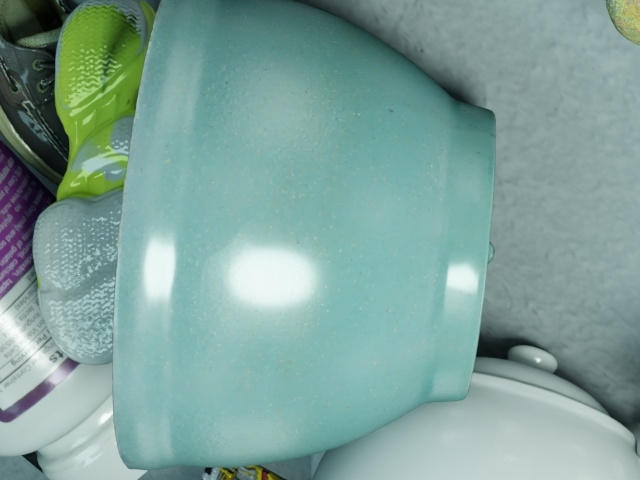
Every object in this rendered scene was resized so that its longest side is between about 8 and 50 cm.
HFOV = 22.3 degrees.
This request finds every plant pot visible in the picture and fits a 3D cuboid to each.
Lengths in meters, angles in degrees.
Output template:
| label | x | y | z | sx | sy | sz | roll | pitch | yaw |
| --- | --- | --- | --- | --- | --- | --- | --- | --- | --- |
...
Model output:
| label | x | y | z | sx | sy | sz | roll | pitch | yaw |
| --- | --- | --- | --- | --- | --- | --- | --- | --- | --- |
| plant pot | 0.000 | 0.000 | 0.961 | 0.196 | 0.293 | 0.293 | 7 | 132 | 2 |

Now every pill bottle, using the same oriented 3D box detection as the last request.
| label | x | y | z | sx | sy | sz | roll | pitch | yaw |
| --- | --- | --- | --- | --- | --- | --- | --- | --- | --- |
| pill bottle | -0.232 | 0.047 | 1.172 | 0.169 | 0.169 | 0.301 | -19 | 119 | 47 |

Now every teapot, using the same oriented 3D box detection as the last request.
| label | x | y | z | sx | sy | sz | roll | pitch | yaw |
| --- | --- | --- | --- | --- | --- | --- | --- | --- | --- |
| teapot | 0.121 | 0.159 | 1.047 | 0.256 | 0.187 | 0.252 | 25 | 163 | -16 |

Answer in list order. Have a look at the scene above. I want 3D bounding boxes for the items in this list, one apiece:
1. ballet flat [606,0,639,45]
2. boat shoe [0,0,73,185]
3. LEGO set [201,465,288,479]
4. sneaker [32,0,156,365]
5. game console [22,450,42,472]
| label | x | y | z | sx | sy | sz | roll | pitch | yaw |
| --- | --- | --- | --- | --- | --- | --- | --- | --- | --- |
| ballet flat | 0.217 | -0.193 | 0.699 | 0.123 | 0.123 | 0.349 | 32 | 135 | 15 |
| boat shoe | -0.201 | -0.135 | 1.139 | 0.073 | 0.080 | 0.224 | -17 | 106 | 52 |
| LEGO set | -0.025 | 0.279 | 1.249 | 0.331 | 0.192 | 0.255 | 41 | 140 | 5 |
| sneaker | -0.124 | -0.038 | 1.083 | 0.091 | 0.126 | 0.240 | 7 | 91 | 16 |
| game console | -0.306 | 0.114 | 1.363 | 0.250 | 0.173 | 0.293 | 38 | 140 | 9 |
